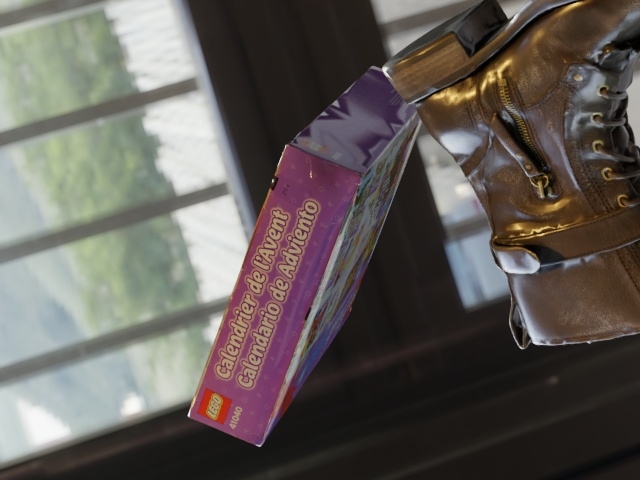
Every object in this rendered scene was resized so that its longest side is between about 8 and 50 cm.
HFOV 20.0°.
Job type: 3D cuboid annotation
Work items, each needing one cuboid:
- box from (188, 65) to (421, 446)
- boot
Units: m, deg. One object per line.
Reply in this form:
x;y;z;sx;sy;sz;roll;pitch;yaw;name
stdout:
0.000;0.000;1.285;0.293;0.057;0.201;-50;-19;-71;box
0.177;-0.052;1.079;0.263;0.091;0.229;-21;105;45;boot
